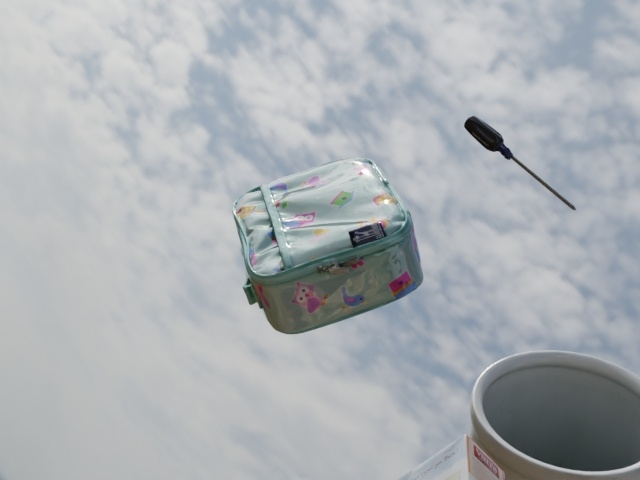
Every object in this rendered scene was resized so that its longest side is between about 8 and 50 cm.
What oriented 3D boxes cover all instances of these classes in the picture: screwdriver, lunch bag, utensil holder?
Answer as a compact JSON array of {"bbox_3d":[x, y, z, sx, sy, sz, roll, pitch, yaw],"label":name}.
[{"bbox_3d":[0.223,-0.084,1.315,0.170,0.024,0.025,49,-59,24],"label":"screwdriver"},{"bbox_3d":[0.000,0.000,1.495,0.279,0.224,0.108,-113,-172,-63],"label":"lunch bag"},{"bbox_3d":[0.399,0.435,1.973,0.327,0.327,0.385,33,-48,42],"label":"utensil holder"}]

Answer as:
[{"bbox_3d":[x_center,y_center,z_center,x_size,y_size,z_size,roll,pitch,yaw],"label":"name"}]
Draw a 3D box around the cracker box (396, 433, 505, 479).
[{"bbox_3d":[0.098,0.303,1.068,0.067,0.155,0.232,44,22,-17],"label":"cracker box"}]
